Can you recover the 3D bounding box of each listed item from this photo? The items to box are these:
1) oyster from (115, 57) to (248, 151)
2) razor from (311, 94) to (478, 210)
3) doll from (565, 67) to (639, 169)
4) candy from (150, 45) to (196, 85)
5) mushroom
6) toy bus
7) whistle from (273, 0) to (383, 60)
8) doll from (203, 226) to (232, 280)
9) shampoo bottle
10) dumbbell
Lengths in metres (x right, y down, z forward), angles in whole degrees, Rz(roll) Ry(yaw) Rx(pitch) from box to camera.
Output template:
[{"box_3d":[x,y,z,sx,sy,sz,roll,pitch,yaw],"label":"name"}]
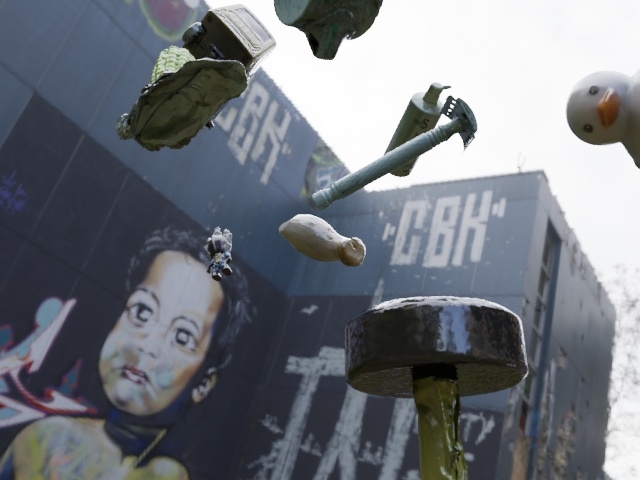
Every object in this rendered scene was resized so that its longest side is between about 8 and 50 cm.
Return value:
[{"box_3d":[-0.225,-0.215,1.074,0.200,0.087,0.252,-11,-12,-18],"label":"oyster"},{"box_3d":[0.094,-0.107,0.900,0.232,0.068,0.106,-28,-5,3],"label":"razor"},{"box_3d":[0.550,-0.229,1.193,0.221,0.221,0.251,-4,8,35],"label":"doll"},{"box_3d":[-0.305,-0.318,1.394,0.097,0.209,0.096,-2,-46,-2],"label":"candy"},{"box_3d":[0.001,-0.002,1.501,0.213,0.088,0.097,24,-24,32],"label":"mushroom"},{"box_3d":[-0.286,-0.428,1.744,0.177,0.202,0.365,48,-51,-5],"label":"toy bus"},{"box_3d":[0.040,-0.581,1.357,0.168,0.188,0.404,1,-53,-32],"label":"whistle"},{"box_3d":[-0.294,0.029,1.951,0.096,0.195,0.070,-27,-45,13],"label":"doll"},{"box_3d":[0.227,-0.269,1.611,0.085,0.085,0.262,19,-43,-4],"label":"shampoo bottle"},{"box_3d":[0.128,0.238,0.713,0.204,0.322,0.203,0,-23,0],"label":"dumbbell"}]
